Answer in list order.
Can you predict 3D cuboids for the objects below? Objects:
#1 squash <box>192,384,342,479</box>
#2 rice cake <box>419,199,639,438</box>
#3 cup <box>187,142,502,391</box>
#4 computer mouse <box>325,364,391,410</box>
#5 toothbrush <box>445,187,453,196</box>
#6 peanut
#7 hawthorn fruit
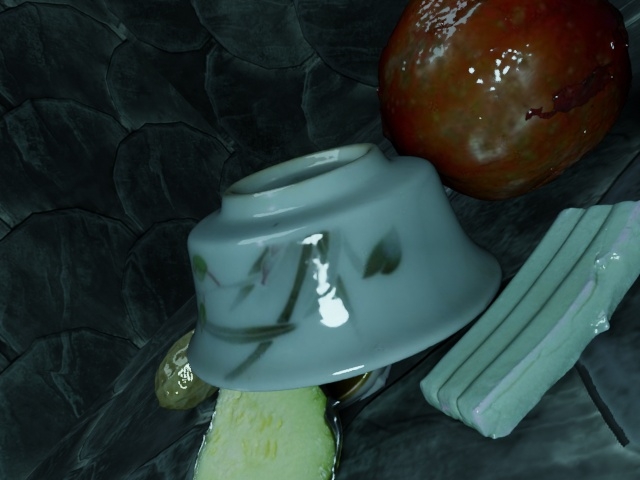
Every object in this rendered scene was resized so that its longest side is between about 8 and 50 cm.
[{"bbox_3d":[-0.031,0.210,0.720,0.184,0.085,0.191,8,79,43],"label":"squash"},{"bbox_3d":[0.182,0.058,0.581,0.237,0.043,0.127,-47,10,-13],"label":"rice cake"},{"bbox_3d":[0.000,0.000,0.741,0.347,0.163,0.347,-17,15,5],"label":"cup"},{"bbox_3d":[0.048,0.096,0.879,0.158,0.072,0.310,-35,12,31],"label":"computer mouse"},{"bbox_3d":[0.153,-0.026,1.091,0.354,0.024,0.029,-43,19,-3],"label":"toothbrush"},{"bbox_3d":[-0.180,0.189,1.242,0.298,0.120,0.136,-44,5,10],"label":"peanut"},{"bbox_3d":[0.208,-0.197,0.853,0.316,0.316,0.316,-42,10,10],"label":"hawthorn fruit"}]
